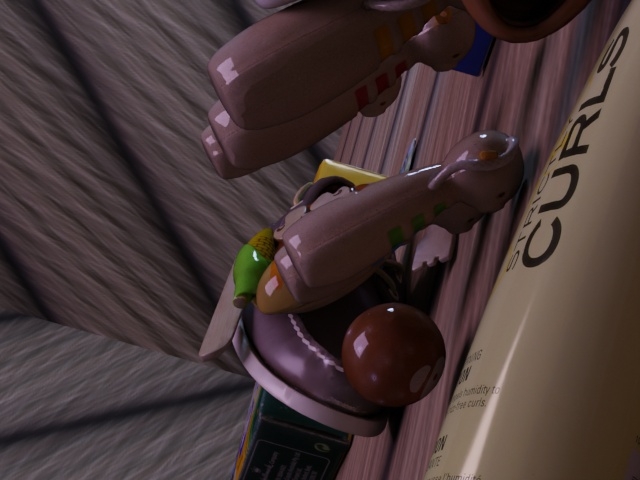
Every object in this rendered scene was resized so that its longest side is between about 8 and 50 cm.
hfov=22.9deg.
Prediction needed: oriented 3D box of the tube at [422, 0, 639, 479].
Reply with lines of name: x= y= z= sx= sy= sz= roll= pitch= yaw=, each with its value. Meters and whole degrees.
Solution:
tube: x=0.078 y=0.005 z=0.447 sx=0.070 sy=0.062 sz=0.240 roll=-2 pitch=60 yaw=45

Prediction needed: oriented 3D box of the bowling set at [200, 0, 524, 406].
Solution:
bowling set: x=0.045 y=-0.029 z=0.834 sx=0.199 sy=0.154 sz=0.287 roll=63 pitch=174 yaw=-1

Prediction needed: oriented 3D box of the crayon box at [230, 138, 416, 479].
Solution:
crayon box: x=-0.001 y=0.077 z=1.419 sx=0.203 sy=0.083 sz=0.323 roll=110 pitch=176 yaw=-54

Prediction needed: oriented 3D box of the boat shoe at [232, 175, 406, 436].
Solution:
boat shoe: x=0.009 y=0.037 z=1.124 sx=0.096 sy=0.117 sz=0.324 roll=-61 pitch=10 yaw=13

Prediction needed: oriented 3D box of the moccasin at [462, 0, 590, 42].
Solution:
moccasin: x=0.105 y=-0.246 z=0.515 sx=0.147 sy=0.139 sz=0.380 roll=-89 pitch=16 yaw=-56

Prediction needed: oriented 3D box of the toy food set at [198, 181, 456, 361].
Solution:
toy food set: x=0.000 y=0.000 z=1.029 sx=0.192 sy=0.038 sz=0.132 roll=-24 pitch=28 yaw=25

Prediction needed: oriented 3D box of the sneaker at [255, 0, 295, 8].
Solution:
sneaker: x=0.036 y=-0.207 z=0.712 sx=0.217 sy=0.121 sz=0.079 roll=-33 pitch=15 yaw=-2

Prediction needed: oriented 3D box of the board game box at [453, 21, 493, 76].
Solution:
board game box: x=0.129 y=-0.320 z=1.085 sx=0.233 sy=0.078 sz=0.347 roll=-78 pitch=5 yaw=-58
